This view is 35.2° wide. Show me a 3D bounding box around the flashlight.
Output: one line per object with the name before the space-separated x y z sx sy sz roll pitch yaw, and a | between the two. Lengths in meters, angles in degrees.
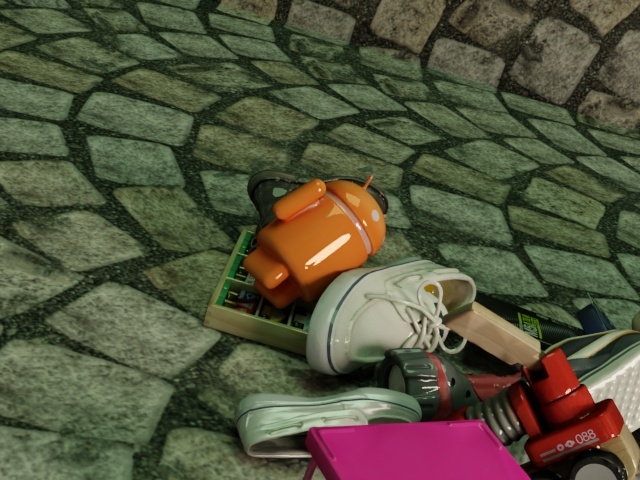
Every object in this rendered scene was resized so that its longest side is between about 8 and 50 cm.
flashlight | 0.224 0.189 1.333 0.304 0.103 0.103 0 -13 -23

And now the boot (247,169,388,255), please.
boot | 0.002 -0.015 1.587 0.263 0.091 0.229 5 31 -16

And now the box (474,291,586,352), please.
box | 0.313 0.142 1.525 0.184 0.045 0.191 22 11 6

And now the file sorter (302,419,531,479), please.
file sorter | 0.109 0.325 0.898 0.202 0.182 0.290 3 29 -29

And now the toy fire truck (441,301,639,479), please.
toy fire truck | 0.191 0.188 1.078 0.246 0.217 0.158 64 22 6

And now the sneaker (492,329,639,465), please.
sneaker | 0.294 0.213 1.256 0.321 0.126 0.127 -23 14 -11

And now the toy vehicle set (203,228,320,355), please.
toy vehicle set | -0.063 0.072 1.489 0.166 0.035 0.267 16 25 -1

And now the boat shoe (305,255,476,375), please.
boat shoe | 0.127 0.109 1.402 0.157 0.135 0.367 9 12 29

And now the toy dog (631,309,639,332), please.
toy dog | 0.720 0.153 1.515 0.396 0.284 0.408 -1 34 -18

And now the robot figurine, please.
robot figurine | 0.000 -0.001 1.414 0.158 0.219 0.128 54 -15 -3

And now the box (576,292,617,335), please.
box | 0.445 0.182 1.497 0.136 0.036 0.225 49 17 -21

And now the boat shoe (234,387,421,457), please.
boat shoe | 0.013 0.228 1.183 0.226 0.083 0.075 -1 40 -10
